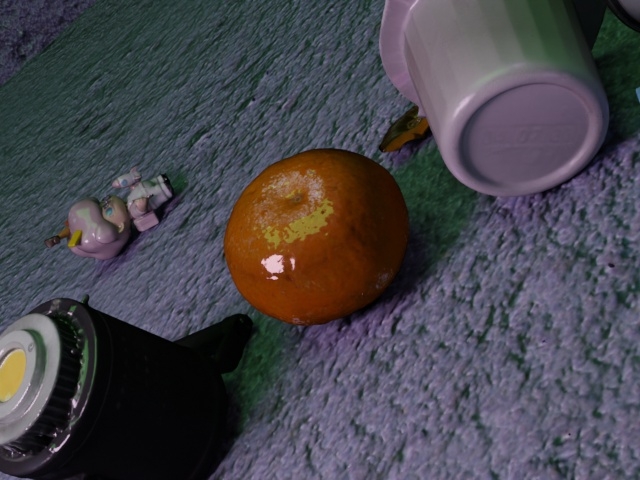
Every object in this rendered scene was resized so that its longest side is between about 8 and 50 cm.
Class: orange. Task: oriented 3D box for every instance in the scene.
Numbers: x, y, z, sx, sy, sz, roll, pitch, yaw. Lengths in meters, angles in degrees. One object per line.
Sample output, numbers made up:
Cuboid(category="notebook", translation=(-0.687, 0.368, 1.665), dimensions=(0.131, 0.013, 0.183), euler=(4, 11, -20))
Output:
Cuboid(category="orange", translation=(0.000, 0.000, 1.279), dimensions=(0.224, 0.170, 0.224), euler=(-17, 50, 21))

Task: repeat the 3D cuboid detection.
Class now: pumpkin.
Cuboid(category="pumpkin", translation=(0.122, -0.151, 1.459), dimensions=(0.101, 0.035, 0.073), euler=(-42, 17, 11))

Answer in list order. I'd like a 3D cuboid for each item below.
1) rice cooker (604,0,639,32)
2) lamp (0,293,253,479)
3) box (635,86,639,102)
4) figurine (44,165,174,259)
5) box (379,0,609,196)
Cuboid(category="rice cooker", translation=(0.401, -0.337, 1.130), dimensions=(0.280, 0.241, 0.227), euler=(-14, 15, -34))
Cuboid(category="lamp", translation=(-0.254, 0.180, 1.263), dimensions=(0.205, 0.272, 0.374), euler=(-23, 35, 31))
Cuboid(category="box", translation=(0.387, -0.091, 0.989), dimensions=(0.142, 0.083, 0.232), euler=(-32, 32, 25))
Cuboid(category="figurine", translation=(-0.349, -0.037, 1.841), dimensions=(0.229, 0.112, 0.137), euler=(-32, 37, -3))
Cuboid(category="box", translation=(0.195, -0.191, 1.186), dimensions=(0.262, 0.291, 0.206), euler=(-30, 42, 19))
